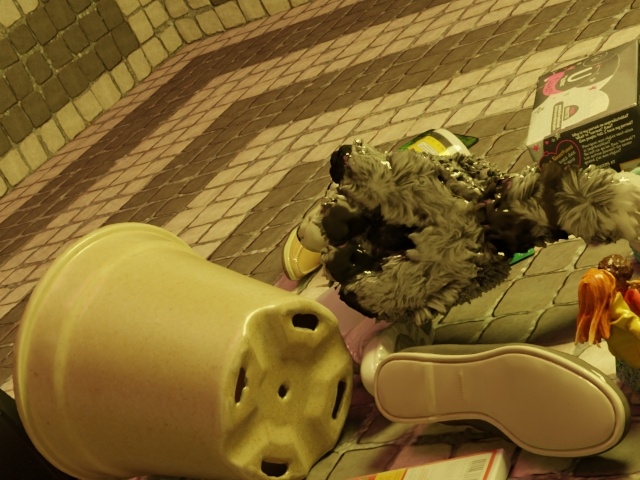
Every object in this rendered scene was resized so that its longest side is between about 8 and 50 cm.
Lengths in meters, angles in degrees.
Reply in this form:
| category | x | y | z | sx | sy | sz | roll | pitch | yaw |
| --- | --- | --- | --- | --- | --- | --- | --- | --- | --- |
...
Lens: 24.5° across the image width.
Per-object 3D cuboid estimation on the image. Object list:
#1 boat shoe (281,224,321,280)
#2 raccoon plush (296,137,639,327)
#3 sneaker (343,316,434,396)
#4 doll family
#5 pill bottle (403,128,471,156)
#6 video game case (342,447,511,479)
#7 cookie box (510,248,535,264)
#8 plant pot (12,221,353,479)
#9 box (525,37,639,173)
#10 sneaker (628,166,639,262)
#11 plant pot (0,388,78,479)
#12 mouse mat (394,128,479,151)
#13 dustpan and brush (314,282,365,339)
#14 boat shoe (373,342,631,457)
| category | x | y | z | sx | sy | sz | roll | pitch | yaw |
| --- | --- | --- | --- | --- | --- | --- | --- | --- | --- |
| boat shoe | 0.000 | 0.000 | 2.285 | 0.072 | 0.068 | 0.190 | -5 | 28 | 24 |
| raccoon plush | 0.184 | -0.016 | 1.811 | 0.446 | 0.216 | 0.299 | 7 | 10 | 10 |
| sneaker | 0.073 | 0.146 | 1.811 | 0.115 | 0.090 | 0.232 | -29 | 9 | 19 |
| doll family | 0.340 | 0.089 | 1.448 | 0.118 | 0.163 | 0.263 | -39 | 22 | -27 |
| pill bottle | 0.126 | -0.066 | 2.191 | 0.208 | 0.119 | 0.119 | -33 | 20 | -13 |
| video game case | 0.044 | 0.308 | 1.512 | 0.285 | 0.025 | 0.204 | -16 | 23 | 30 |
| cookie box | 0.227 | 0.009 | 1.984 | 0.107 | 0.040 | 0.092 | -27 | 19 | 6 |
| plant pot | -0.143 | 0.156 | 1.764 | 0.305 | 0.334 | 0.334 | 8 | 39 | 43 |
| box | 0.385 | -0.152 | 2.021 | 0.163 | 0.142 | 0.247 | -20 | 21 | 22 |
| sneaker | 0.432 | -0.022 | 1.663 | 0.110 | 0.122 | 0.283 | -36 | 21 | -21 |
| plant pot | -0.449 | 0.303 | 1.977 | 0.187 | 0.167 | 0.188 | -31 | 19 | -8 |
| mouse mat | 0.168 | -0.142 | 2.492 | 0.153 | 0.007 | 0.190 | -34 | 19 | -15 |
| dustpan and brush | 0.002 | 0.140 | 1.958 | 0.211 | 0.060 | 0.147 | -31 | 31 | -25 |
| boat shoe | 0.201 | 0.158 | 1.550 | 0.095 | 0.112 | 0.335 | -4 | 4 | -43 |
